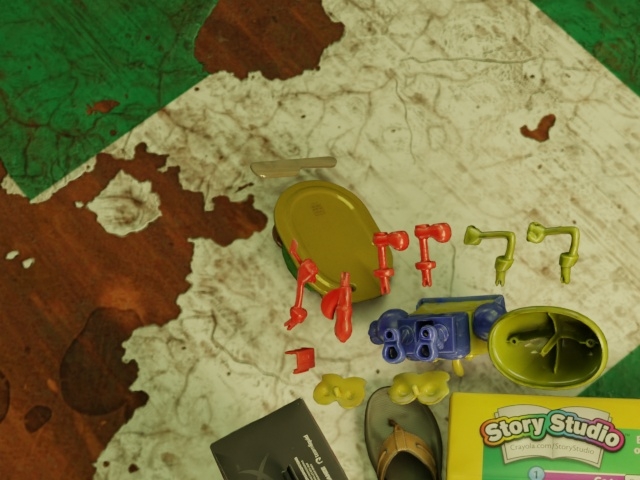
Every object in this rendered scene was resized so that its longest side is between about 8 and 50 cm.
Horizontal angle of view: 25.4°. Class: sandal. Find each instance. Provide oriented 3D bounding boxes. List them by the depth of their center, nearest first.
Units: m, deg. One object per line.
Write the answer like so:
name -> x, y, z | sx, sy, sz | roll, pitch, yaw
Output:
sandal -> 0.091, 0.262, 1.584 | 0.090, 0.060, 0.219 | -1, 62, 6

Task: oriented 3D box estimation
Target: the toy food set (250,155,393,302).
toy food set -> 0.000, 0.000, 1.737 | 0.128, 0.071, 0.218 | -13, 61, -27

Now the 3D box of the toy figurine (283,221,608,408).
toy figurine -> 0.163, 0.072, 1.586 | 0.362, 0.217, 0.191 | -6, 90, 27

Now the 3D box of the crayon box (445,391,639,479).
crayon box -> 0.311, 0.326, 1.499 | 0.362, 0.106, 0.313 | 2, 61, 9

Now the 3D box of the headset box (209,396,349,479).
headset box -> -0.003, 0.309, 1.440 | 0.110, 0.293, 0.218 | -27, 62, -7
